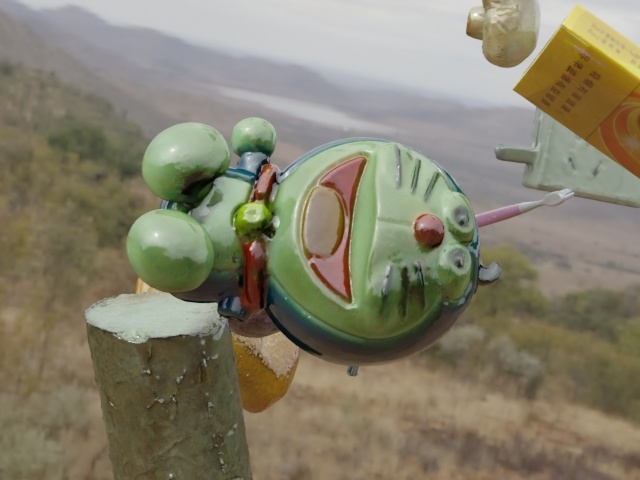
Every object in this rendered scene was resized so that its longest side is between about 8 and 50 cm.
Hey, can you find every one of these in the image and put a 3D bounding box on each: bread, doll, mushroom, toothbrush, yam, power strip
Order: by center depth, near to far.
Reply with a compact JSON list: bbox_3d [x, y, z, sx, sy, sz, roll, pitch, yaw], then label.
[{"bbox_3d":[0.000,0.001,1.113,0.322,0.198,0.186,14,-17,-4],"label":"doll"},{"bbox_3d":[-0.164,0.204,1.443,0.168,0.304,0.168,-5,25,2],"label":"yam"},{"bbox_3d":[0.278,-0.043,1.820,0.025,0.020,0.286,-22,1,-21],"label":"toothbrush"},{"bbox_3d":[0.375,-0.137,1.937,0.224,0.140,0.139,11,5,-2],"label":"power strip"},{"bbox_3d":[0.289,-0.340,2.014,0.112,0.148,0.148,11,7,17],"label":"mushroom"},{"bbox_3d":[-0.158,0.101,2.298,0.148,0.328,0.337,-28,-57,36],"label":"bread"}]

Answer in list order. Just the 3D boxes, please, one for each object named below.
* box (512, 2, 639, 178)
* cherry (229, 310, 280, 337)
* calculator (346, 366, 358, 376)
[{"bbox_3d":[0.336,-0.119,1.308,0.269,0.043,0.152,35,-21,1],"label":"box"},{"bbox_3d":[-0.083,0.050,1.925,0.195,0.195,0.195,11,7,-1],"label":"cherry"},{"bbox_3d":[0.065,0.127,1.869,0.018,0.172,0.057,12,41,-2],"label":"calculator"}]
